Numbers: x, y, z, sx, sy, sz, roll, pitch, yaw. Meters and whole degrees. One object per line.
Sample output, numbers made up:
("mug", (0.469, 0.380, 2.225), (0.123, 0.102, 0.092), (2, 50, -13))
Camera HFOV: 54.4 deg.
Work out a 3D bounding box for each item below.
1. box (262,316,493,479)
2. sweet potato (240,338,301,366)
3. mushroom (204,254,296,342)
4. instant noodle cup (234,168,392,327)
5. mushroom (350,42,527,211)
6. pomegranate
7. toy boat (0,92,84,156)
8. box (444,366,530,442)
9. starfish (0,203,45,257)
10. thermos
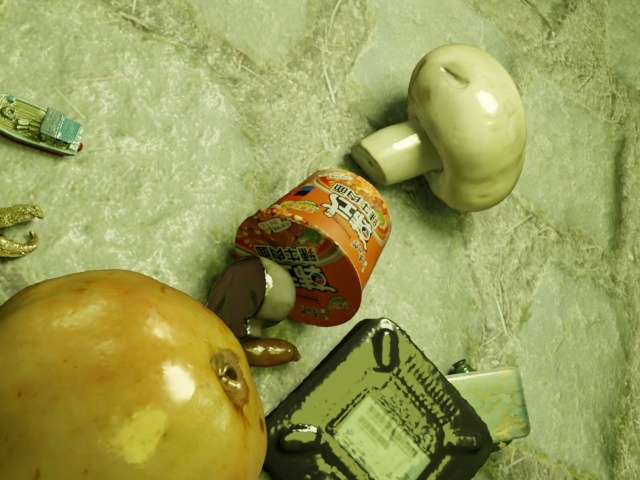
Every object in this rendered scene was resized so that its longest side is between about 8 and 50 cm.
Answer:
("box", (0.102, 0.359, 1.103), (0.350, 0.091, 0.359), (-44, 94, -20))
("sweet potato", (-0.123, 0.190, 1.083), (0.195, 0.056, 0.056), (15, 67, -21))
("mushroom", (-0.106, 0.099, 1.039), (0.117, 0.188, 0.141), (4, 73, -35))
("instant noodle cup", (0.000, 0.000, 1.117), (0.250, 0.250, 0.192), (47, 47, -10))
("mushroom", (0.287, -0.215, 1.316), (0.325, 0.353, 0.353), (39, 57, 3))
("pomegranate", (-0.270, 0.246, 0.794), (0.412, 0.412, 0.410), (11, 69, -29))
("toy boat", (-0.461, -0.189, 0.991), (0.173, 0.059, 0.069), (22, 64, -24))
("box", (0.273, 0.337, 1.231), (0.285, 0.044, 0.142), (-6, 78, -12))
("starfish", (-0.518, -0.028, 0.907), (0.210, 0.053, 0.150), (18, 61, -24))
("thermos", (0.324, 0.342, 1.301), (0.073, 0.083, 0.187), (-14, 80, -60))
